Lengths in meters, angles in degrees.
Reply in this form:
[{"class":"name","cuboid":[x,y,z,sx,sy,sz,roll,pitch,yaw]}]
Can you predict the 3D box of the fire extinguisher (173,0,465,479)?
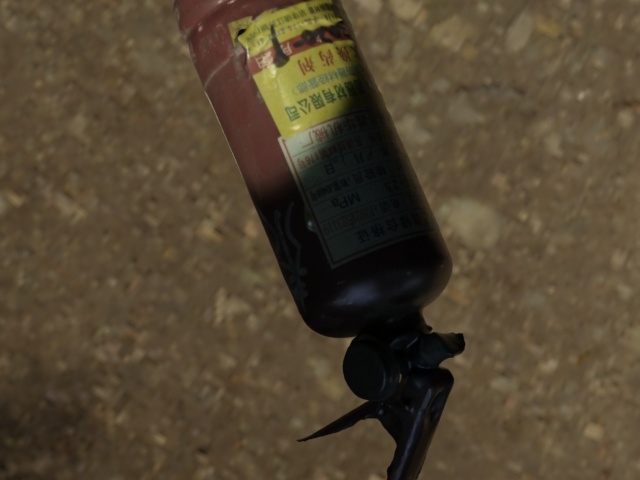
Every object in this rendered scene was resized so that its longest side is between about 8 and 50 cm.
[{"class":"fire extinguisher","cuboid":[0.008,-0.003,0.897,0.252,0.075,0.106,67,152,10]}]
